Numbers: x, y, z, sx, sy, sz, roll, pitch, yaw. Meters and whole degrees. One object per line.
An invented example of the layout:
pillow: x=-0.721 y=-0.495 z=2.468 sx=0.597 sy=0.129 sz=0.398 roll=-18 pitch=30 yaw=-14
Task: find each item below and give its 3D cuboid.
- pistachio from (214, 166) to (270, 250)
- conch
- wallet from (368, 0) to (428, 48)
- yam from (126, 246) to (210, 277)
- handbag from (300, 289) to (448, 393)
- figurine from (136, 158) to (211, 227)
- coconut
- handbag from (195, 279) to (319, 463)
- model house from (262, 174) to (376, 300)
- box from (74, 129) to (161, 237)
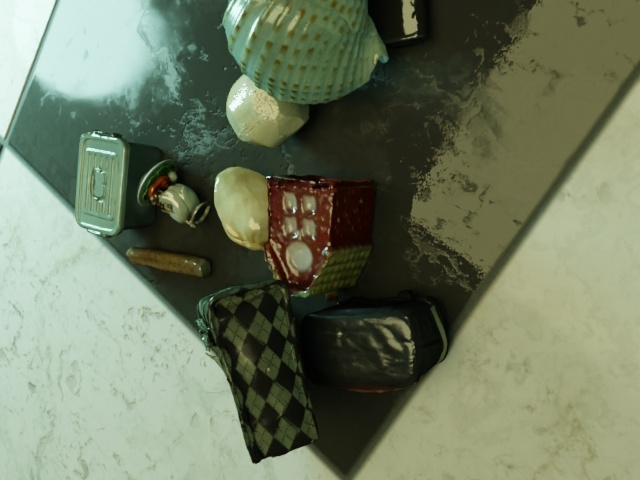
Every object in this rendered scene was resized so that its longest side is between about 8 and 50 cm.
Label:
pistachio: x=-0.145 y=-0.066 z=1.487 sx=0.145 sy=0.117 sz=0.200 roll=-30 pitch=66 yaw=-9
conch: x=-0.040 y=-0.411 z=1.248 sx=0.319 sy=0.215 sz=0.303 roll=41 pitch=96 yaw=17
wallet: x=0.092 y=-0.567 z=1.332 sx=0.228 sy=0.062 sz=0.406 roll=-1 pitch=94 yaw=31
yam: x=-0.362 y=0.051 z=1.656 sx=0.241 sy=0.056 sz=0.057 roll=10 pitch=99 yaw=28
handbag: x=0.106 y=0.193 z=1.311 sx=0.254 sy=0.181 sz=0.181 roll=-8 pitch=91 yaw=31
figurine: x=-0.321 y=-0.097 z=1.595 sx=0.153 sy=0.132 sz=0.132 roll=35 pitch=111 yaw=11
coconut: x=-0.100 y=-0.274 z=1.410 sx=0.162 sy=0.161 sz=0.161 roll=-35 pitch=76 yaw=37
handbag: x=-0.124 y=0.240 z=1.353 sx=0.180 sy=0.416 sz=0.317 roll=-17 pitch=90 yaw=-13
model house: x=0.000 y=0.000 z=1.353 sx=0.160 sy=0.196 sz=0.254 roll=3 pitch=96 yaw=29
box: x=-0.477 y=-0.135 z=1.665 sx=0.163 sy=0.135 sz=0.244 roll=11 pitch=100 yaw=31
